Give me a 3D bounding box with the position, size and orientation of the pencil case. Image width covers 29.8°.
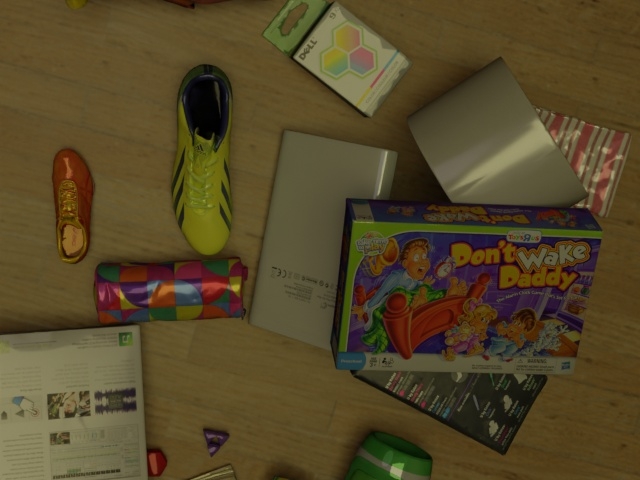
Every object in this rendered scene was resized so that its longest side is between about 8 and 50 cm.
[{"bbox_3d":[-0.225,0.076,1.830,0.236,0.104,0.105,-1,97,-7],"label":"pencil case"}]

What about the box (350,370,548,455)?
[{"bbox_3d":[0.186,0.193,1.858,0.270,0.165,0.143,28,93,-9],"label":"box"}]

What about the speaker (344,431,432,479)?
[{"bbox_3d":[0.073,0.459,1.895,0.131,0.131,0.297,22,93,-9],"label":"speaker"}]

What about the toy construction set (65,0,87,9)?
[{"bbox_3d":[-0.282,-0.473,1.701,0.215,0.151,0.328,-16,56,1],"label":"toy construction set"}]

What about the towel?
[{"bbox_3d":[0.391,-0.126,1.916,0.197,0.029,0.144,15,95,-8],"label":"towel"}]

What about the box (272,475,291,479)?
[{"bbox_3d":[-0.057,0.471,1.878,0.105,0.043,0.179,33,69,-34],"label":"box"}]

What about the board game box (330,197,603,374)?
[{"bbox_3d":[0.198,0.067,1.686,0.347,0.078,0.233,2,116,-7],"label":"board game box"}]

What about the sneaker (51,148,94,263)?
[{"bbox_3d":[-0.372,-0.051,1.814,0.064,0.067,0.175,-6,95,-4],"label":"sneaker"}]

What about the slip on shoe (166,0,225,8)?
[{"bbox_3d":[-0.214,-0.389,1.777,0.331,0.123,0.101,-5,129,-1],"label":"slip on shoe"}]

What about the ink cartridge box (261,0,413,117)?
[{"bbox_3d":[0.026,-0.292,1.836,0.209,0.062,0.109,38,92,-9],"label":"ink cartridge box"}]

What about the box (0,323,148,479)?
[{"bbox_3d":[-0.381,0.292,1.812,0.232,0.058,0.322,-2,86,-18],"label":"box"}]

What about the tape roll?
[{"bbox_3d":[0.260,-0.125,1.776,0.169,0.246,0.246,-32,99,12],"label":"tape roll"}]

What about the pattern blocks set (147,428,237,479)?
[{"bbox_3d":[-0.182,0.459,1.914,0.285,0.026,0.325,-5,97,-6],"label":"pattern blocks set"}]

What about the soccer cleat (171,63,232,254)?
[{"bbox_3d":[-0.177,-0.118,1.802,0.093,0.121,0.289,0,97,-7],"label":"soccer cleat"}]

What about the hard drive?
[{"bbox_3d":[0.000,0.000,1.815,0.040,0.203,0.308,5,98,-52],"label":"hard drive"}]
